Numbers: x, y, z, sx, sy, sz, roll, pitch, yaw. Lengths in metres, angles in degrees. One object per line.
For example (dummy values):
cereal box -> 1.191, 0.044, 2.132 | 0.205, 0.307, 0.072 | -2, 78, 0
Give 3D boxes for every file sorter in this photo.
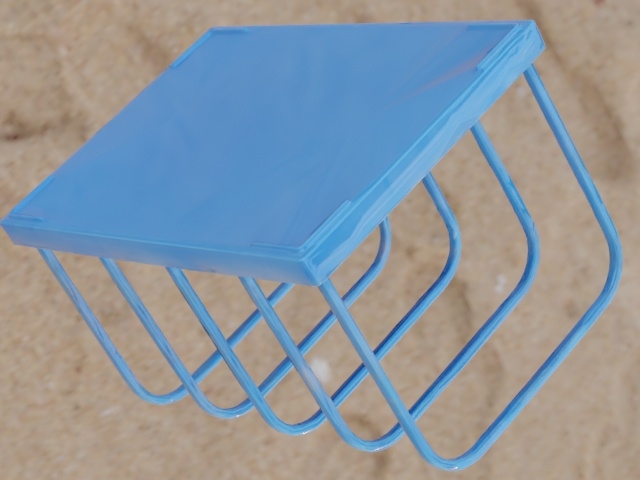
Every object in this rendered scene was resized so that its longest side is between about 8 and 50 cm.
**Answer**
file sorter -> 0.000, 0.000, 0.668 | 0.118, 0.170, 0.104 | -47, 121, -27
